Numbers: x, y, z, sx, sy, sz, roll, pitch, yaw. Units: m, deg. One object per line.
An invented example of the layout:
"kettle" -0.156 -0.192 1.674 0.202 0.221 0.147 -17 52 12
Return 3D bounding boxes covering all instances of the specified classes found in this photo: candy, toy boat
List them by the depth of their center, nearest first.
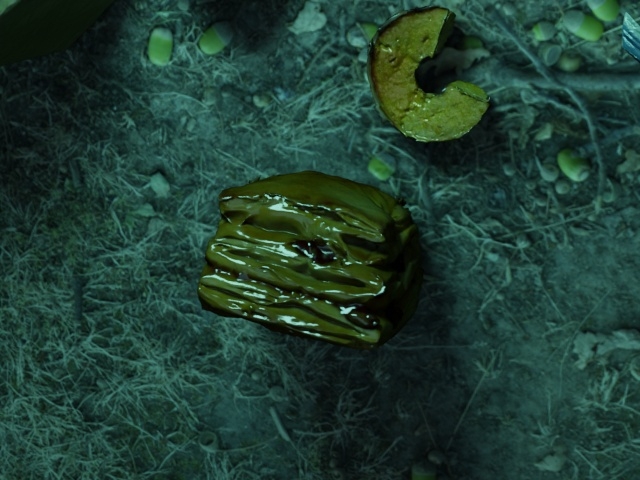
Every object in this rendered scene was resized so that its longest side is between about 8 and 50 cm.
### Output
"toy boat" 0.450 -0.265 1.843 0.149 0.034 0.105 -28 93 8
"candy" -0.387 -0.326 1.903 0.135 0.320 0.179 48 115 3

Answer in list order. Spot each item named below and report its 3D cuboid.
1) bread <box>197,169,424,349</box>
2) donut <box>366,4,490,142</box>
"bread" 0.000 0.000 1.875 0.277 0.324 0.167 15 111 9
"donut" 0.134 -0.215 1.917 0.146 0.078 0.181 -22 104 21
